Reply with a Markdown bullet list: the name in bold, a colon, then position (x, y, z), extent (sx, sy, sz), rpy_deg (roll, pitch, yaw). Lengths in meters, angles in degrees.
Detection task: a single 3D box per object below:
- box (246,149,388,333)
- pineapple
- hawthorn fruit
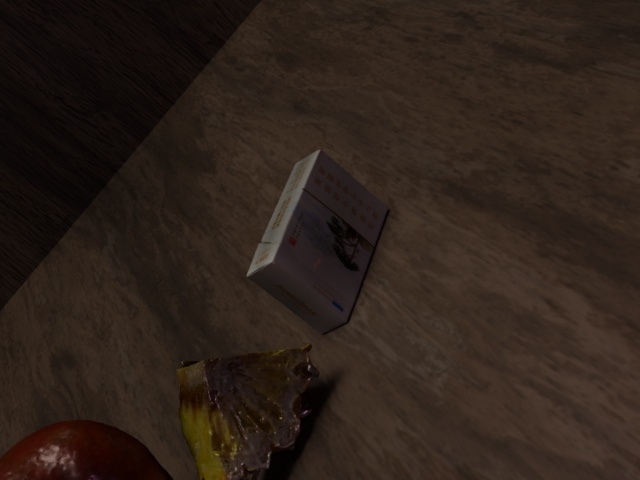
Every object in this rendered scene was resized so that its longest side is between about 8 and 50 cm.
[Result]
- **box**: position (0.000, 0.001, 2.217), extent (0.067, 0.149, 0.233), rpy_deg (-33, 26, 45)
- **pineapple**: position (-0.104, 0.215, 2.009), extent (0.114, 0.186, 0.236), rpy_deg (-25, 26, 46)
- **hawthorn fruit**: position (-0.322, 0.370, 2.051), extent (0.295, 0.295, 0.311), rpy_deg (-46, 32, 11)
